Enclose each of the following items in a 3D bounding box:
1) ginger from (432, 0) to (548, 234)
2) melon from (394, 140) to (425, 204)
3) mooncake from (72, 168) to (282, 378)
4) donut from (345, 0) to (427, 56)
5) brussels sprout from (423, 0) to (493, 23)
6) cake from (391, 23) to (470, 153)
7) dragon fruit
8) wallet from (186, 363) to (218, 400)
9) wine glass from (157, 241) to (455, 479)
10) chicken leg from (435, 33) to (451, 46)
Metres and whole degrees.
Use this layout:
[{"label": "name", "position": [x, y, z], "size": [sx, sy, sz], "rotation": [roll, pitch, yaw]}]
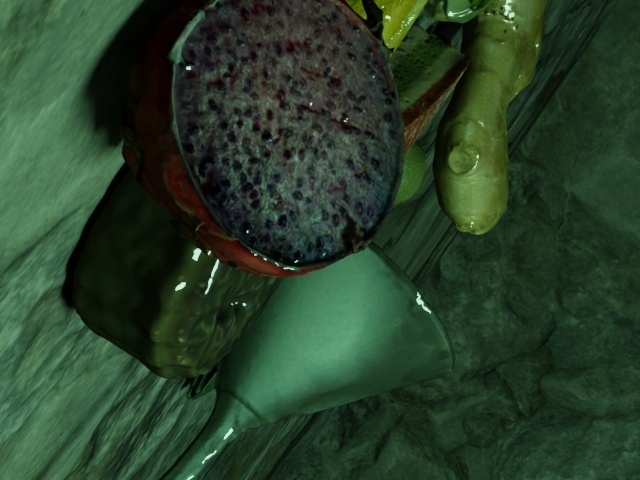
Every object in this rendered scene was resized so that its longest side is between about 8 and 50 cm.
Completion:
[{"label": "ginger", "position": [0.204, -0.225, 2.091], "size": [0.348, 0.122, 0.363], "rotation": [89, 21, -58]}, {"label": "melon", "position": [0.072, -0.087, 2.045], "size": [0.099, 0.099, 0.162], "rotation": [-56, 172, 1]}, {"label": "mooncake", "position": [-0.095, 0.000, 1.440], "size": [0.228, 0.124, 0.228], "rotation": [-53, 169, -15]}, {"label": "donut", "position": [0.048, -0.202, 1.639], "size": [0.178, 0.065, 0.162], "rotation": [-58, 171, 9]}, {"label": "brussels sprout", "position": [0.169, -0.304, 1.832], "size": [0.139, 0.100, 0.181], "rotation": [-89, -167, -78]}, {"label": "cake", "position": [0.071, -0.146, 1.883], "size": [0.220, 0.086, 0.117], "rotation": [-53, 173, -12]}, {"label": "dragon fruit", "position": [-0.061, -0.076, 1.264], "size": [0.218, 0.223, 0.148], "rotation": [3, 168, -40]}, {"label": "wallet", "position": [-0.067, 0.095, 2.124], "size": [0.160, 0.055, 0.236], "rotation": [-58, 165, 28]}, {"label": "wine glass", "position": [-0.096, 0.181, 1.695], "size": [0.406, 0.267, 0.267], "rotation": [-49, 169, -16]}, {"label": "chicken leg", "position": [0.124, -0.190, 2.116], "size": [0.089, 0.048, 0.219], "rotation": [-52, 170, -4]}]
